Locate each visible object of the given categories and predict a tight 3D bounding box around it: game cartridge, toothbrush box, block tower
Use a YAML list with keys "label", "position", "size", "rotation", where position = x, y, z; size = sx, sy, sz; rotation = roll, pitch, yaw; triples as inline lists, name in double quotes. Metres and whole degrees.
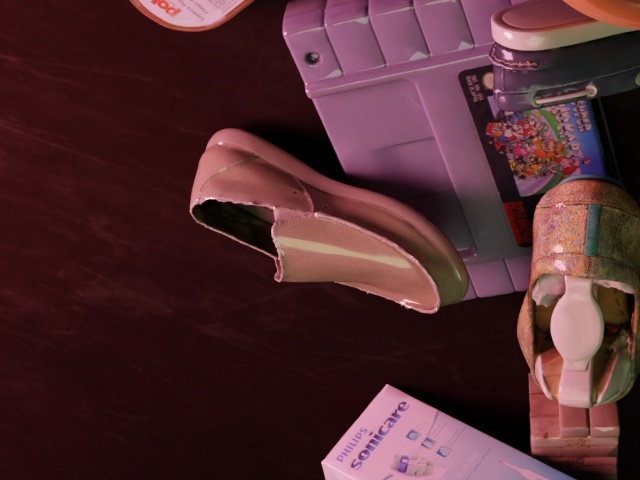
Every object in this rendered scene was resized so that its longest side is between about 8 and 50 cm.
- label: "game cartridge"
  position: [0.132, -0.080, 1.239]
  size: [0.230, 0.068, 0.355]
  rotation: [-7, 136, 20]
- label: "toothbrush box"
  position: [0.163, 0.313, 1.513]
  size: [0.295, 0.126, 0.216]
  rotation: [26, 147, 29]
- label: "block tower"
  position: [0.276, 0.269, 1.573]
  size: [0.090, 0.097, 0.335]
  rotation: [-1, 135, 8]

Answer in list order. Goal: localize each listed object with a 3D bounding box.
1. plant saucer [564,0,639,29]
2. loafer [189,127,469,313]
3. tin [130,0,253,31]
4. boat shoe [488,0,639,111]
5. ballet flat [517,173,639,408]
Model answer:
- label: "plant saucer"
  position: [0.232, -0.215, 0.949]
  size: [0.199, 0.037, 0.200]
  rotation: [3, 135, 3]
- label: "loafer"
  position: [0.000, 0.000, 1.248]
  size: [0.268, 0.092, 0.102]
  rotation: [26, 151, 17]
- label: "tin"
  position: [-0.077, -0.233, 1.115]
  size: [0.189, 0.040, 0.106]
  rotation: [-32, 121, 34]
- label: "boat shoe"
  position: [0.249, -0.145, 1.085]
  size: [0.254, 0.095, 0.079]
  rotation: [-12, 121, -17]
- label: "ballet flat"
  position: [0.234, 0.083, 1.289]
  size: [0.123, 0.123, 0.349]
  rotation: [-1, 145, 8]
